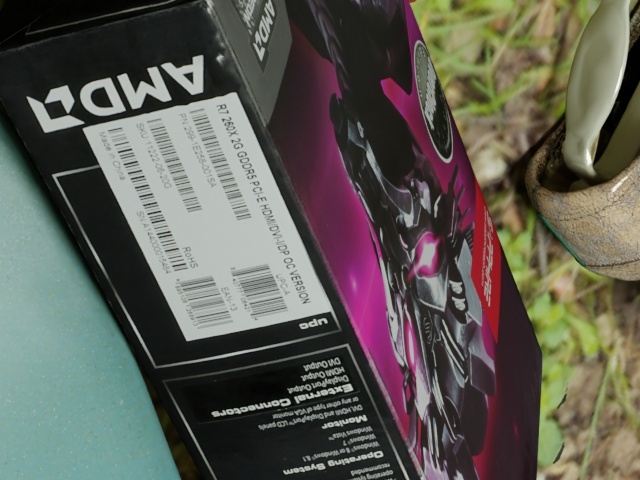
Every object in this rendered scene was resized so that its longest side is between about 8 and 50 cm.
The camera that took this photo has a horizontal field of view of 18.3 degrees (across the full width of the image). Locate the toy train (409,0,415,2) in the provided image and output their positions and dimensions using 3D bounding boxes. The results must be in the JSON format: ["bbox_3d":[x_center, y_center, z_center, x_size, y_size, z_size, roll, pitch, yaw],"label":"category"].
[{"bbox_3d":[0.030,-0.125,0.919,0.036,0.027,0.158,-13,115,-45],"label":"toy train"}]

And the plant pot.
[{"bbox_3d":[-0.174,0.041,0.746,0.165,0.166,0.234,-25,113,-28],"label":"plant pot"}]

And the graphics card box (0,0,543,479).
[{"bbox_3d":[0.000,0.000,0.820,0.233,0.094,0.371,-78,150,-51],"label":"graphics card box"}]

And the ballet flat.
[{"bbox_3d":[0.202,-0.130,1.002,0.106,0.107,0.316,28,89,-31],"label":"ballet flat"}]
